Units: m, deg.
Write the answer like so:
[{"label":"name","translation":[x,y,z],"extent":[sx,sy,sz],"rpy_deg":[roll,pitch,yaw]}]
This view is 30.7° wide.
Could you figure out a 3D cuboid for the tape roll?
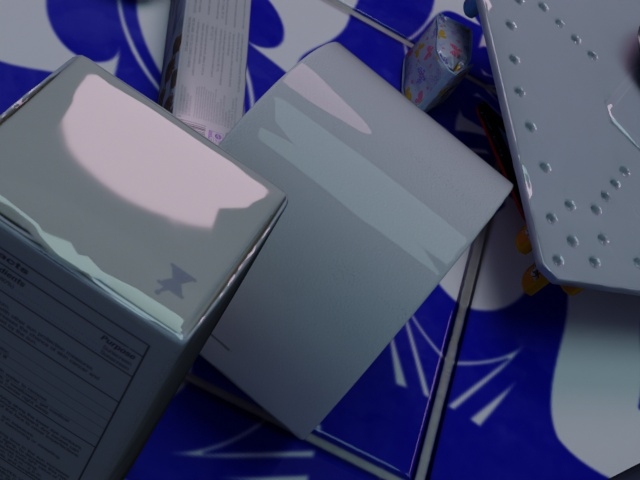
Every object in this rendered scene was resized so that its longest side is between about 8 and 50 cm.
[{"label":"tape roll","translation":[0.000,0.000,0.854],"extent":[0.169,0.246,0.246],"rpy_deg":[40,47,4]}]

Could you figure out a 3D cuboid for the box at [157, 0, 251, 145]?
[{"label":"box","translation":[-0.104,-0.166,1.048],"extent":[0.067,0.063,0.324],"rpy_deg":[15,50,-20]}]

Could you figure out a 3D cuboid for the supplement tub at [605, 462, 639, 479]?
[{"label":"supplement tub","translation":[0.249,0.257,0.829],"extent":[0.272,0.191,0.191],"rpy_deg":[-14,64,-36]}]

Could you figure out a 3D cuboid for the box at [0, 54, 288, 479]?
[{"label":"box","translation":[-0.152,0.061,0.677],"extent":[0.148,0.311,0.121],"rpy_deg":[35,46,0]}]

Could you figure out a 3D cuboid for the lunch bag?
[{"label":"lunch bag","translation":[0.118,-0.172,1.170],"extent":[0.053,0.071,0.083],"rpy_deg":[25,45,-15]}]

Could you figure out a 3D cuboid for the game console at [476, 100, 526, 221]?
[{"label":"game console","translation":[0.231,-0.077,1.142],"extent":[0.124,0.085,0.144],"rpy_deg":[32,34,-53]}]

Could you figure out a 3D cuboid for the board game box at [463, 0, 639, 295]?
[{"label":"board game box","translation":[0.325,-0.104,1.166],"extent":[0.390,0.050,0.390],"rpy_deg":[8,58,-28]}]

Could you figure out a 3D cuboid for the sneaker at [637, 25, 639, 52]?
[{"label":"sneaker","translation":[0.496,-0.102,1.116],"extent":[0.410,0.182,0.158],"rpy_deg":[46,49,0]}]
